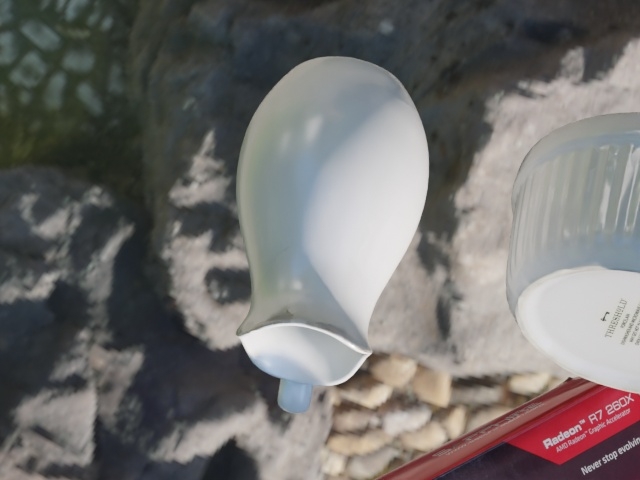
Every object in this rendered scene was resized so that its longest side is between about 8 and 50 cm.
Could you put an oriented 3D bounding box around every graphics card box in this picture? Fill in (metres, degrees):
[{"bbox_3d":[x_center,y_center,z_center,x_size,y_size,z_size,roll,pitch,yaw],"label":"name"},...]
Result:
[{"bbox_3d":[0.199,0.309,1.139,0.370,0.233,0.094,67,154,1],"label":"graphics card box"}]

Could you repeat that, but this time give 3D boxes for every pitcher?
[{"bbox_3d":[0.000,0.000,1.018,0.126,0.207,0.177,10,154,-2],"label":"pitcher"}]

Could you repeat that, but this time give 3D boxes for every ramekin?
[{"bbox_3d":[0.222,0.018,1.034,0.207,0.109,0.207,14,149,9],"label":"ramekin"}]
